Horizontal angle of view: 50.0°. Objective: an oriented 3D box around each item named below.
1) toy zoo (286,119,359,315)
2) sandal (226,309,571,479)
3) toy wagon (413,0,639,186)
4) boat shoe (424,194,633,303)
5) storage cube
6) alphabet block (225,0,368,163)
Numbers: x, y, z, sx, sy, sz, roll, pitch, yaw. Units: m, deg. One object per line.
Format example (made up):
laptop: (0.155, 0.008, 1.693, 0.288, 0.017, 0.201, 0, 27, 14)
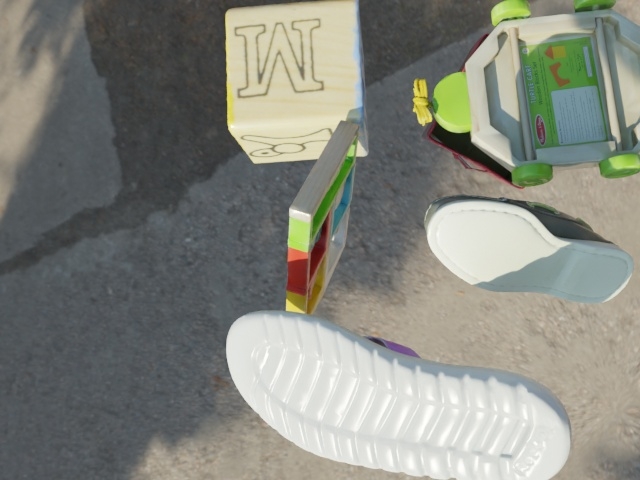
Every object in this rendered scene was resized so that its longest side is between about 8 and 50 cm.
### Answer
toy zoo: (0.000, 0.000, 0.984, 0.030, 0.293, 0.192, 17, 48, 11)
sandal: (0.078, 0.183, 0.811, 0.416, 0.102, 0.169, 14, 106, 23)
toy wagon: (0.303, -0.210, 0.973, 0.344, 0.068, 0.267, -5, 78, 8)
boat shoe: (0.248, 0.003, 0.852, 0.109, 0.305, 0.091, -65, 27, 23)
storage cube: (0.302, -0.217, 1.178, 0.183, 0.193, 0.215, 29, 99, 1)
alphabet block: (-0.030, -0.238, 1.063, 0.197, 0.192, 0.194, -3, 79, 5)
